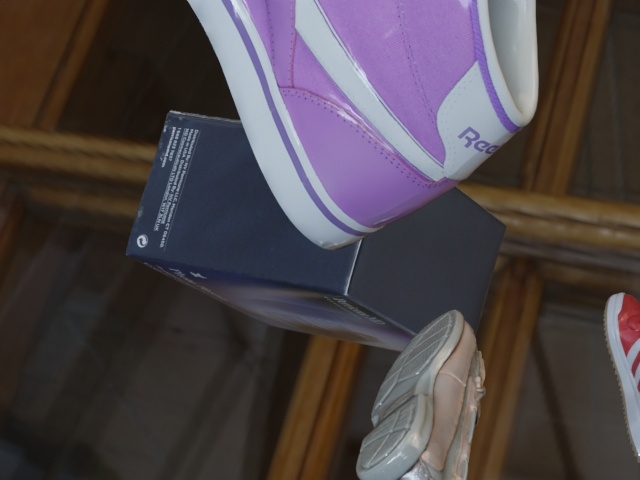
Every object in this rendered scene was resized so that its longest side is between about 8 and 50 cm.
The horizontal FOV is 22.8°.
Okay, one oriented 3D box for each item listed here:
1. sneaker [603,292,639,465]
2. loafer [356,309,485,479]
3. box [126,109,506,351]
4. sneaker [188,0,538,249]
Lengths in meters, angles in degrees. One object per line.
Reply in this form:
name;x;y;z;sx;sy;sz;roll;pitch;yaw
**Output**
sneaker;0.192;0.066;0.850;0.067;0.118;0.042;-28;132;23
loafer;0.046;0.072;0.644;0.045;0.125;0.039;-40;99;26
box;0.000;0.000;1.755;0.294;0.183;0.296;8;167;34
sneaker;0.010;-0.155;0.756;0.161;0.102;0.282;-32;82;31
